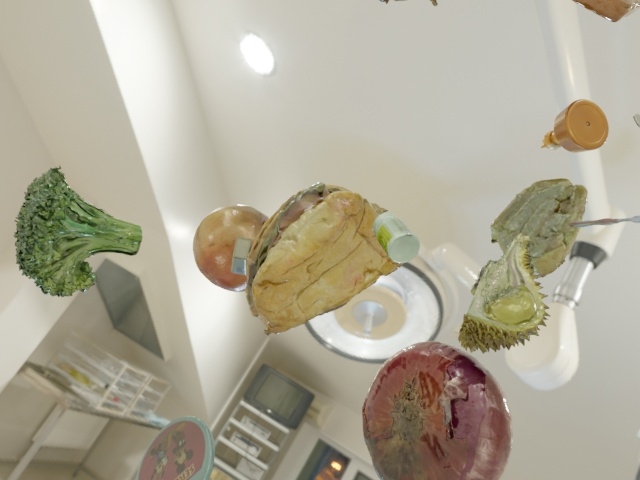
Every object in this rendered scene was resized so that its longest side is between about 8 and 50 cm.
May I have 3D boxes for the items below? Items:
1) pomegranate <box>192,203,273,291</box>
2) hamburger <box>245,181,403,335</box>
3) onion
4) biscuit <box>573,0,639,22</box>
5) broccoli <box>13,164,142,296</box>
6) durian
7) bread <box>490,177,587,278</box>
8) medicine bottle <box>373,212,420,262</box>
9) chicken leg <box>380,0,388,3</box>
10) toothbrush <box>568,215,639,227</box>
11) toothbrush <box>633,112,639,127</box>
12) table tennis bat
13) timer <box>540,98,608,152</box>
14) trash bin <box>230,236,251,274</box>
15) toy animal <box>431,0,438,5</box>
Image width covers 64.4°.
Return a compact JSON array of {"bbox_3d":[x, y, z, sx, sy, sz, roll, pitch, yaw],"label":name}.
[{"bbox_3d":[-0.214,0.011,1.429,0.270,0.229,0.252,-33,-45,22],"label":"pomegranate"},{"bbox_3d":[0.000,-0.001,0.916,0.162,0.330,0.209,43,-25,53],"label":"hamburger"},{"bbox_3d":[0.268,0.402,1.125,0.285,0.347,0.347,19,-5,-41],"label":"onion"},{"bbox_3d":[0.569,-0.656,1.178,0.350,0.455,0.078,1,-37,-23],"label":"biscuit"},{"bbox_3d":[-0.395,-0.008,0.842,0.194,0.219,0.194,12,10,-2],"label":"broccoli"},{"bbox_3d":[0.370,0.120,1.057,0.166,0.306,0.172,46,-29,-9],"label":"durian"},{"bbox_3d":[0.537,-0.044,1.247,0.186,0.257,0.124,34,-7,32],"label":"bread"},{"bbox_3d":[0.106,-0.005,0.723,0.047,0.047,0.083,42,10,-27],"label":"medicine bottle"},{"bbox_3d":[0.208,-0.601,1.059,0.093,0.113,0.304,15,-10,-16],"label":"chicken leg"},{"bbox_3d":[0.524,-0.034,0.934,0.019,0.013,0.193,9,-3,-12],"label":"toothbrush"},{"bbox_3d":[0.913,-0.219,1.360,0.021,0.288,0.024,-31,-24,33],"label":"toothbrush"},{"bbox_3d":[-0.211,0.376,0.766,0.040,0.153,0.244,48,1,-39],"label":"table tennis bat"},{"bbox_3d":[0.640,-0.277,1.326,0.132,0.132,0.152,35,-17,-9],"label":"timer"},{"bbox_3d":[-0.189,0.036,1.214,0.043,0.061,0.092,11,-27,-3],"label":"trash bin"},{"bbox_3d":[0.396,-0.750,1.428,0.149,0.054,0.275,3,-8,-6],"label":"toy animal"}]
